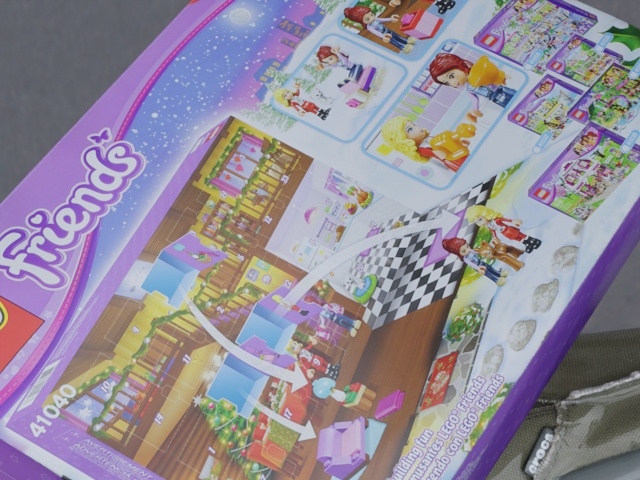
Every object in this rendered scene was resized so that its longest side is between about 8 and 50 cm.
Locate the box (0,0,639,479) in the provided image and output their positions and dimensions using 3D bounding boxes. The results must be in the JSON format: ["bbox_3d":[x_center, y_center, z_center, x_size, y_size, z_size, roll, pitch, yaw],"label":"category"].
[{"bbox_3d":[0.000,0.000,0.659,0.201,0.057,0.293,28,59,18],"label":"box"}]

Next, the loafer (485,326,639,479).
[{"bbox_3d":[0.110,0.074,0.749,0.251,0.094,0.087,-28,79,-1],"label":"loafer"}]
